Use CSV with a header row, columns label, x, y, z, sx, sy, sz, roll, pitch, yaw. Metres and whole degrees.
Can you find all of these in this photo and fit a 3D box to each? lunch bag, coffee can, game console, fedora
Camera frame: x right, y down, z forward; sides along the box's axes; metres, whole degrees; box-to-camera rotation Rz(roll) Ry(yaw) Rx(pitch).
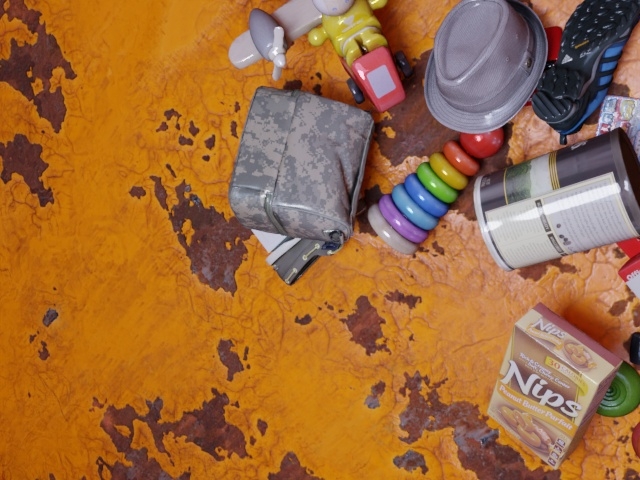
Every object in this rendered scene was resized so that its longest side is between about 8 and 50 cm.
label,x,y,z,sx,sy,sz,roll,pitch,yaw
lunch bag,-0.030,-0.151,1.543,0.255,0.213,0.305,8,70,14
coffee can,0.456,-0.071,1.374,0.275,0.201,0.202,-19,92,31
game console,0.412,-0.340,1.453,0.143,0.085,0.124,-3,130,29
fedora,0.297,-0.356,1.398,0.243,0.124,0.276,32,95,34

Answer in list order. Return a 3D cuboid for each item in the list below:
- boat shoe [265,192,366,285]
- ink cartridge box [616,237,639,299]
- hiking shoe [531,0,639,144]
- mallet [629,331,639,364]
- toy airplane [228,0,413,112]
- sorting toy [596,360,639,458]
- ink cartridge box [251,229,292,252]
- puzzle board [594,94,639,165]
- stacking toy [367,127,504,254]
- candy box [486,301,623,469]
label,x,y,z,sx,sy,sz,roll,pitch,yaw
boat shoe,0.002,-0.001,1.688,0.305,0.109,0.091,-37,87,31
ink cartridge box,0.657,0.069,1.355,0.231,0.078,0.134,52,136,9
hiking shoe,0.501,-0.337,1.359,0.113,0.132,0.304,37,94,36
mallet,0.698,0.210,1.410,0.189,0.039,0.063,-2,97,23
toy airplane,0.036,-0.486,1.468,0.384,0.272,0.387,19,91,12
sorting toy,0.583,0.328,1.441,0.365,0.126,0.127,48,118,10
ink cartridge box,-0.075,-0.077,1.734,0.209,0.062,0.109,-42,79,27
puzzle board,0.578,-0.208,1.395,0.096,0.011,0.128,14,107,25
stacking toy,0.253,-0.124,1.522,0.141,0.141,0.330,48,113,11
candy box,0.444,0.289,1.426,0.183,0.087,0.317,38,147,31
